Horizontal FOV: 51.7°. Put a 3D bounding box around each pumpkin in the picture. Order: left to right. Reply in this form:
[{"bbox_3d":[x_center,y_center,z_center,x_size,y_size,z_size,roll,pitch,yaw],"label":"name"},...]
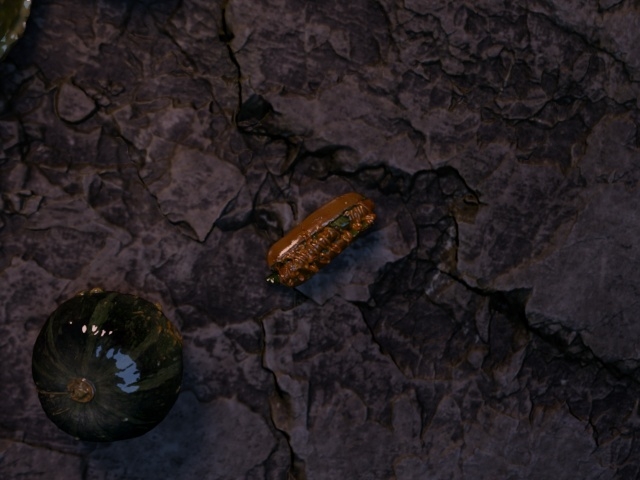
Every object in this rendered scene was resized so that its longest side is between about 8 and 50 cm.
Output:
[{"bbox_3d":[-0.259,0.154,0.811,0.190,0.146,0.190,2,119,3],"label":"pumpkin"}]

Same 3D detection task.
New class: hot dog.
[{"bbox_3d":[0.000,0.000,0.927,0.188,0.055,0.072,-40,112,-10],"label":"hot dog"}]

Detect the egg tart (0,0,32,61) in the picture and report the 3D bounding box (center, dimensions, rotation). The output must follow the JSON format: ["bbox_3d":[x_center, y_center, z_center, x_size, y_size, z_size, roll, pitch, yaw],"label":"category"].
[{"bbox_3d":[-0.440,-0.294,0.647,0.341,0.132,0.341,-6,100,-32],"label":"egg tart"}]
